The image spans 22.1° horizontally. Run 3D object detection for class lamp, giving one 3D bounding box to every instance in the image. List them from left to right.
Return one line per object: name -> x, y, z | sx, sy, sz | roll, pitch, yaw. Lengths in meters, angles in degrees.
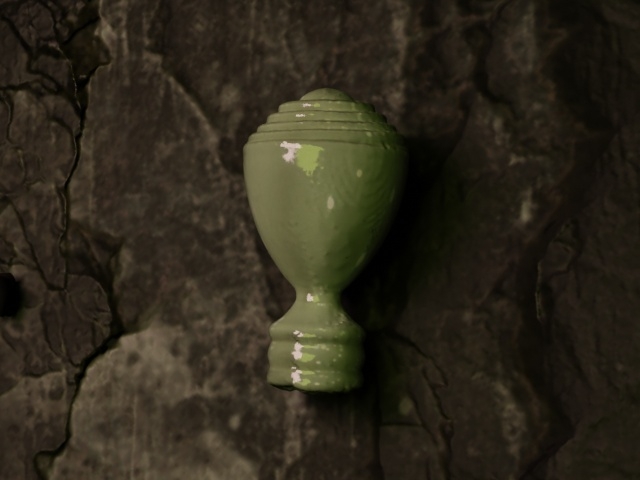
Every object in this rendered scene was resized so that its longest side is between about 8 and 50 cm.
lamp -> 0.000, 0.000, 1.028 | 0.106, 0.106, 0.193 | 2, 86, 25

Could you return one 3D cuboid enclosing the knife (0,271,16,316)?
knife -> -0.320, 0.051, 1.197 | 0.230, 0.028, 0.060 | 1, 88, 26
